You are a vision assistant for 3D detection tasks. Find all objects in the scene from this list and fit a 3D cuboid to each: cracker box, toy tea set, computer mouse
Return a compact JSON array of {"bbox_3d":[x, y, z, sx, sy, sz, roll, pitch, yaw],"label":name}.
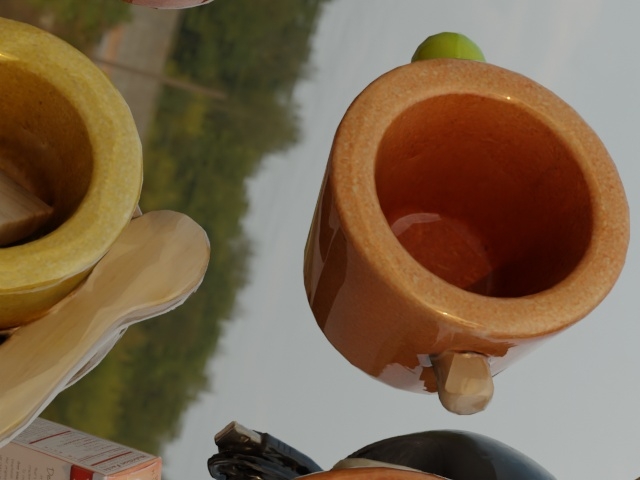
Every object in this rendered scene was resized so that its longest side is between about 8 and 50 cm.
[{"bbox_3d":[-0.227,0.211,1.397,0.067,0.232,0.156,-12,111,-53],"label":"cracker box"},{"bbox_3d":[0.000,0.000,0.392,0.336,0.200,0.124,56,-30,16],"label":"toy tea set"},{"bbox_3d":[0.064,0.154,1.126,0.272,0.188,0.072,-11,-132,61],"label":"computer mouse"}]
